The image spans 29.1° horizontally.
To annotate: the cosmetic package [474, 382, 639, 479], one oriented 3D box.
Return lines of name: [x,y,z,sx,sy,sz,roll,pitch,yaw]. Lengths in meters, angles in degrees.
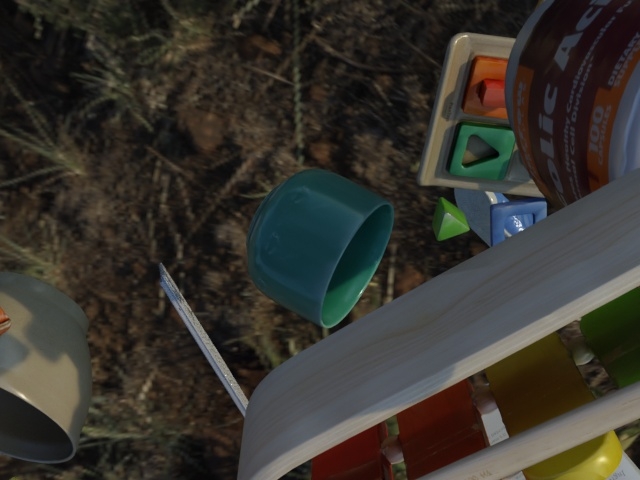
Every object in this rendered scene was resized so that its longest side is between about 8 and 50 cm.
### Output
cosmetic package: [0.276,0.336,1.272,0.156,0.217,0.385,-29,60,-15]

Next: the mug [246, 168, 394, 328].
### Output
mug: [-0.005,0.006,1.121,0.097,0.158,0.129,28,74,17]

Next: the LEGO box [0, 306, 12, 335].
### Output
LEGO box: [-0.440,-0.007,0.501,0.500,0.193,0.372,-28,89,19]

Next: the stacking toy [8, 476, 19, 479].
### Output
stacking toy: [-0.367,0.178,1.207,0.221,0.052,0.167,31,142,23]

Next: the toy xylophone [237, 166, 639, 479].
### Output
toy xylophone: [0.084,0.068,0.523,0.322,0.236,0.081,-27,103,14]

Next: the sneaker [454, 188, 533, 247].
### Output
sneaker: [0.239,-0.035,1.602,0.152,0.084,0.058,51,132,-1]

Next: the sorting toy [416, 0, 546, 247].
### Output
sorting toy: [0.211,-0.120,1.278,0.196,0.047,0.348,3,125,-10]

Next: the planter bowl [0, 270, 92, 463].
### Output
planter bowl: [-0.251,0.094,0.996,0.162,0.162,0.109,7,57,24]

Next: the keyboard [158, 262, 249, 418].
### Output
keyboard: [-0.161,0.146,1.750,0.014,0.072,0.256,-28,107,4]

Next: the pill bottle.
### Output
pill bottle: [0.257,-0.087,0.844,0.224,0.392,0.224,-1,103,-4]
